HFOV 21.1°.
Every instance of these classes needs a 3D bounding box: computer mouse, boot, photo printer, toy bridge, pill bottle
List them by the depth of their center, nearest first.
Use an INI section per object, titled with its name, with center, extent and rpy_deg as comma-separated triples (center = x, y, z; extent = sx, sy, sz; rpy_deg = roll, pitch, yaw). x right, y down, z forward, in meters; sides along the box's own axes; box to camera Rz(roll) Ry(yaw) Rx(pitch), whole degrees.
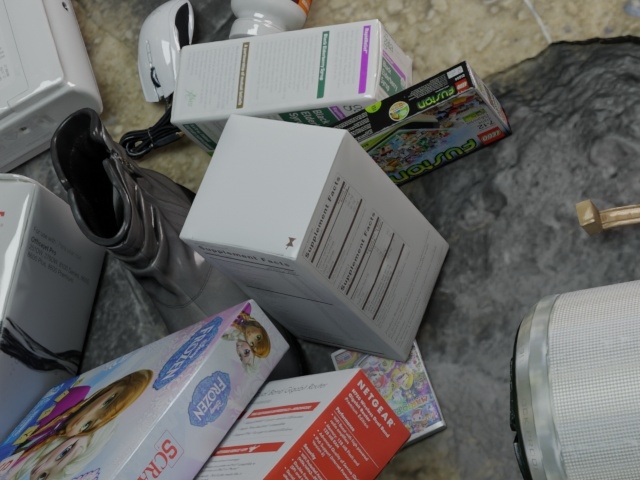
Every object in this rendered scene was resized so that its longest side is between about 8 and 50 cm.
[toy bridge]
center = 0.336, -0.046, 1.606
extent = 0.188, 0.063, 0.026
rpy_deg = -22, 62, 18
[boot]
center = -0.156, 0.034, 1.721
extent = 0.118, 0.223, 0.338
rpy_deg = -41, 58, 5
[pill bottle]
center = -0.048, -0.280, 1.880
extent = 0.086, 0.086, 0.152
rpy_deg = 9, 74, 29
[computer mouse]
center = -0.181, -0.191, 1.923
extent = 0.106, 0.042, 0.193
rpy_deg = -23, 57, 39
[photo printer]
center = -0.405, -0.227, 2.020
extent = 0.256, 0.107, 0.307
rpy_deg = -29, 59, 13

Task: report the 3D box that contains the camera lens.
[camera lens]
center = 0.310, 0.137, 1.452
extent = 0.274, 0.219, 0.219
rpy_deg = -11, 65, 22

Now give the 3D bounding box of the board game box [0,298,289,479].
[board game box]
center = -0.220, 0.211, 1.587
extent = 0.318, 0.066, 0.319
rpy_deg = -25, 19, 39

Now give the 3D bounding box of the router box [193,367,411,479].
[router box]
center = -0.122, 0.253, 1.530
extent = 0.301, 0.082, 0.335
rpy_deg = -46, 17, -31

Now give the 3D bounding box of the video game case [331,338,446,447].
[video game case]
center = 0.066, 0.147, 1.691
extent = 0.087, 0.011, 0.122
rpy_deg = -27, 60, 14

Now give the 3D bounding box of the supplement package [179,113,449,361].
[supplement package]
center = 0.000, 0.000, 1.637
extent = 0.139, 0.244, 0.134
rpy_deg = 11, 70, 32

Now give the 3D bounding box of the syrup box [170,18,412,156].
[syrup box]
center = -0.029, -0.158, 1.815
extent = 0.237, 0.093, 0.096
rpy_deg = -4, 68, 25

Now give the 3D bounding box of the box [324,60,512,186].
[box]
center = 0.078, -0.101, 1.727
extent = 0.207, 0.114, 0.036
rpy_deg = -25, 61, 16

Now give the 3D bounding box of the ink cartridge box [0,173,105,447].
[ink cartridge box]
center = -0.420, 0.137, 1.841
extent = 0.285, 0.166, 0.395
rpy_deg = 3, 72, 27
